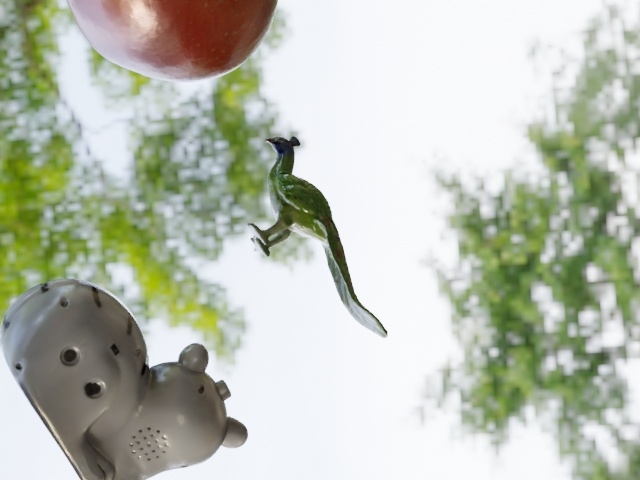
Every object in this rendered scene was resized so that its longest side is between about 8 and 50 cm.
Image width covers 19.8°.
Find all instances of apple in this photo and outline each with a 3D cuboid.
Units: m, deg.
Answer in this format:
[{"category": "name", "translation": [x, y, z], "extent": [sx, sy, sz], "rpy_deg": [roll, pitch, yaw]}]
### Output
[{"category": "apple", "translation": [-0.121, -0.216, 1.460], "extent": [0.181, 0.181, 0.168], "rpy_deg": [-60, -15, -51]}]

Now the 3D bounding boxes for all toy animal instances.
[{"category": "toy animal", "translation": [-0.016, 0.005, 1.566], "extent": [0.041, 0.075, 0.217], "rpy_deg": [87, 162, -59]}]

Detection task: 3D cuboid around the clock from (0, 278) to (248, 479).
[{"category": "clock", "translation": [-0.134, 0.094, 1.244], "extent": [0.176, 0.117, 0.080], "rpy_deg": [59, 176, -20]}]
